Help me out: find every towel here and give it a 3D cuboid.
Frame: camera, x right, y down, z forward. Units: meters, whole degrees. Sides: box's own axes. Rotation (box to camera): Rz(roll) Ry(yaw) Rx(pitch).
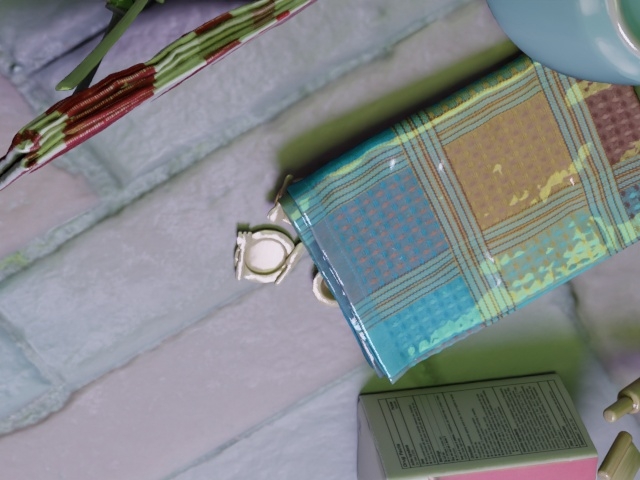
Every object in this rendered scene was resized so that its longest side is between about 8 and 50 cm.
[{"bbox_3d":[-0.133,-0.144,1.468,0.329,0.237,0.037,-33,95,-17],"label":"towel"},{"bbox_3d":[0.169,-0.035,1.756,0.370,0.040,0.271,-29,124,1],"label":"towel"}]

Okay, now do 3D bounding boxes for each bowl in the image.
[{"bbox_3d":[0.313,-0.262,1.566,0.311,0.163,0.311,-7,117,-14],"label":"bowl"}]

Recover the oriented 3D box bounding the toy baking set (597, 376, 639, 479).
[{"bbox_3d":[0.378,0.231,1.932,0.256,0.030,0.197,-30,119,-43],"label":"toy baking set"}]

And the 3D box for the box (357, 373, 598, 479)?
[{"bbox_3d":[0.165,0.246,1.878,0.232,0.149,0.127,-6,123,-9],"label":"box"}]

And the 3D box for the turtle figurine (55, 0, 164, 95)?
[{"bbox_3d":[-0.127,-0.232,1.487,0.266,0.275,0.198,-16,158,-8],"label":"turtle figurine"}]

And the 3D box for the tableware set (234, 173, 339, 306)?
[{"bbox_3d":[0.000,0.000,1.762,0.168,0.020,0.141,15,117,-22],"label":"tableware set"}]
